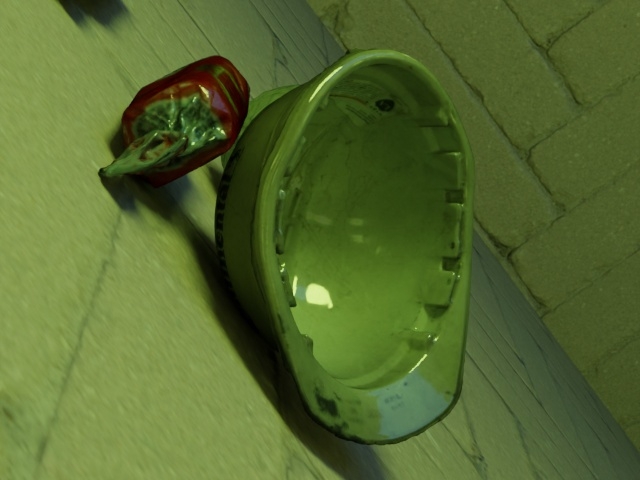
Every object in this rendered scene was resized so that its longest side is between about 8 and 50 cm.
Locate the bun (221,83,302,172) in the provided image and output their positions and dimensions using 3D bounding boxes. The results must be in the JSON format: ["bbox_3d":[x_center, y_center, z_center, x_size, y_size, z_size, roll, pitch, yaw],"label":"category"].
[{"bbox_3d":[0.000,-0.028,1.294,0.195,0.118,0.195,48,6,-7],"label":"bun"}]

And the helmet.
[{"bbox_3d":[-0.003,0.004,1.102,0.204,0.137,0.257,6,86,-45],"label":"helmet"}]

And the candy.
[{"bbox_3d":[-0.093,-0.083,1.111,0.059,0.086,0.292,61,8,-11],"label":"candy"}]
